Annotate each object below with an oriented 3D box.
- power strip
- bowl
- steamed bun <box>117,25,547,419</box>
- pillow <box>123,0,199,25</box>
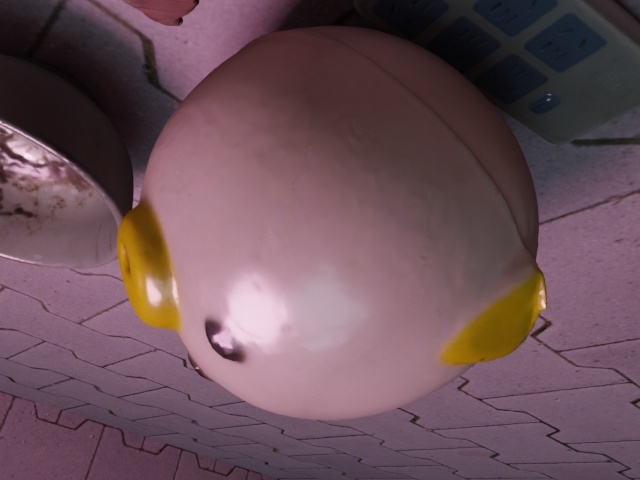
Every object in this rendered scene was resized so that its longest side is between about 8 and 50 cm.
[{"bbox_3d":[0.156,-0.165,0.468,0.271,0.046,0.118,25,147,-24],"label":"power strip"},{"bbox_3d":[-0.325,-0.101,0.640,0.290,0.146,0.289,9,148,6],"label":"bowl"},{"bbox_3d":[0.005,-0.004,0.523,0.334,0.333,0.374,17,158,-10],"label":"steamed bun"},{"bbox_3d":[-0.137,-0.255,0.376,0.236,0.084,0.223,27,145,-30],"label":"pillow"}]
